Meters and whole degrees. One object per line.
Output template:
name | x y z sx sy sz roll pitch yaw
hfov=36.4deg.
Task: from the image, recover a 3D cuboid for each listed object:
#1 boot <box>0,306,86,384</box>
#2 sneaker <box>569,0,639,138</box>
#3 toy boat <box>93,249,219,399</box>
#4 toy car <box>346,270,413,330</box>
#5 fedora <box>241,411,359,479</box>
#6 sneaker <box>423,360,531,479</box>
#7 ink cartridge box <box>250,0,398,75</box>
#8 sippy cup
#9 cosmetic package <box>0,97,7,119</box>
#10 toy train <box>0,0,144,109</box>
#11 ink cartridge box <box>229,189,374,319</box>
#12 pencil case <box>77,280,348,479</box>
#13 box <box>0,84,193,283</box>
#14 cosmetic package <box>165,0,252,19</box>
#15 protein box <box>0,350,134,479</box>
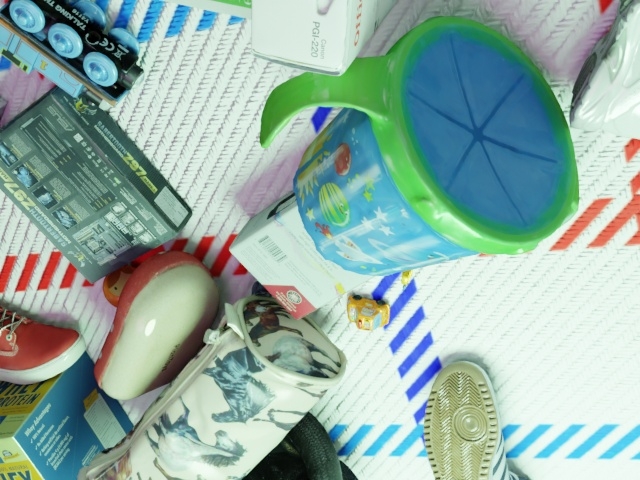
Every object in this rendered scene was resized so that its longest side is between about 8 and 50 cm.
boot | -0.472 0.119 1.431 0.244 0.088 0.176 -6 120 29
sneaker | 0.322 -0.187 0.897 0.115 0.090 0.232 19 138 0
toy boat | -0.237 0.094 1.302 0.151 0.151 0.231 49 133 21
toy car | 0.068 0.069 1.204 0.060 0.040 0.122 25 130 3
fedora | -0.050 0.378 1.374 0.152 0.334 0.334 21 139 -38
sneaker | 0.216 0.289 1.283 0.099 0.153 0.282 -7 91 29
ink cartridge box | 0.019 -0.266 0.863 0.092 0.218 0.158 14 128 12
sippy cup | 0.095 -0.071 0.982 0.305 0.240 0.224 51 140 -9
cosmetic package | -0.484 -0.122 1.157 0.099 0.239 0.060 37 129 -7
toy train | -0.289 -0.222 1.114 0.184 0.080 0.105 36 139 -9
ink cartridge box | 0.000 0.000 1.159 0.175 0.072 0.127 -31 108 36
pencil case | -0.156 0.240 1.291 0.183 0.160 0.410 33 118 -20
box | -0.304 -0.070 1.239 0.183 0.059 0.232 -27 112 35
cosmetic package | -0.189 -0.356 0.924 0.366 0.155 0.197 13 131 12
protein box | -0.406 0.304 1.462 0.136 0.200 0.201 -11 119 28
